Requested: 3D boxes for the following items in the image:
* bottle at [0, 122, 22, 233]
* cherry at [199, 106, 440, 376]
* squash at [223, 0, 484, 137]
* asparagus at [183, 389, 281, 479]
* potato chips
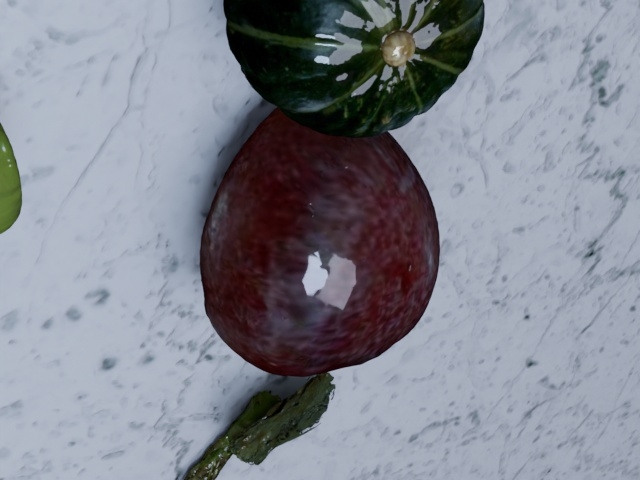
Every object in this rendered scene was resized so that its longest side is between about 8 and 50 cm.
[{"bbox_3d":[-0.355,-0.020,1.079,0.260,0.112,0.112,-21,139,-27],"label":"bottle"},{"bbox_3d":[0.000,0.000,1.362,0.230,0.203,0.300,-20,124,-26],"label":"cherry"},{"bbox_3d":[0.027,-0.188,1.214,0.218,0.172,0.218,-23,140,-21],"label":"squash"},{"bbox_3d":[-0.104,0.230,1.634,0.165,0.030,0.036,-49,172,8],"label":"asparagus"},{"bbox_3d":[-0.035,0.195,1.633,0.142,0.026,0.209,-47,162,-9],"label":"potato chips"}]
